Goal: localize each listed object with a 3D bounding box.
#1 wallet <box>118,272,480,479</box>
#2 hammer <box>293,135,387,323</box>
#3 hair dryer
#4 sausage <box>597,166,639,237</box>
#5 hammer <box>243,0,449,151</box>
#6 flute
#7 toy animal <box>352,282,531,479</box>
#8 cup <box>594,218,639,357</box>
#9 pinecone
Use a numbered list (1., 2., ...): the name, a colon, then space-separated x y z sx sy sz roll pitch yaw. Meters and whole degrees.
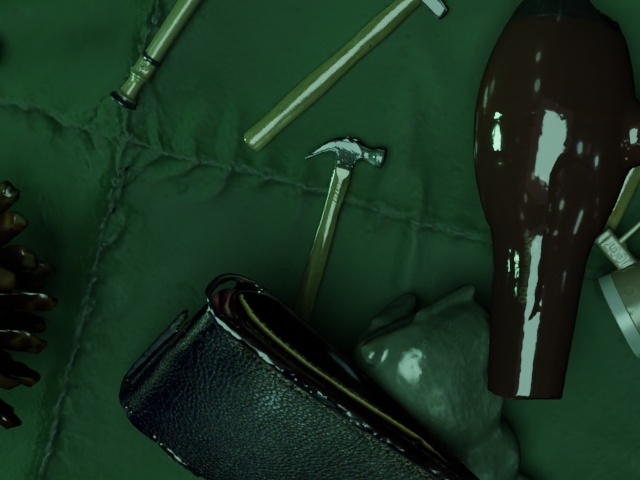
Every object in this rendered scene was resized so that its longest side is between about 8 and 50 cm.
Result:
1. wallet: -0.021 0.151 1.393 0.262 0.071 0.221 40 143 -4
2. hammer: 0.000 0.000 1.445 0.062 0.017 0.182 19 104 6
3. hair dryer: 0.280 -0.031 1.301 0.340 0.123 0.313 1 88 19
4. sausage: 0.246 -0.056 1.388 0.024 0.024 0.132 23 103 5
5. hammer: 0.011 -0.145 1.417 0.199 0.013 0.062 -41 92 13
6. flute: -0.099 -0.205 1.418 0.027 0.027 0.233 36 104 1
7. toy animal: 0.104 0.154 1.408 0.108 0.138 0.236 1 112 47
8. cup: 0.275 0.028 1.381 0.099 0.074 0.102 -27 65 11
9. pinecone: -0.332 0.054 1.399 0.264 0.264 0.264 2 101 9
